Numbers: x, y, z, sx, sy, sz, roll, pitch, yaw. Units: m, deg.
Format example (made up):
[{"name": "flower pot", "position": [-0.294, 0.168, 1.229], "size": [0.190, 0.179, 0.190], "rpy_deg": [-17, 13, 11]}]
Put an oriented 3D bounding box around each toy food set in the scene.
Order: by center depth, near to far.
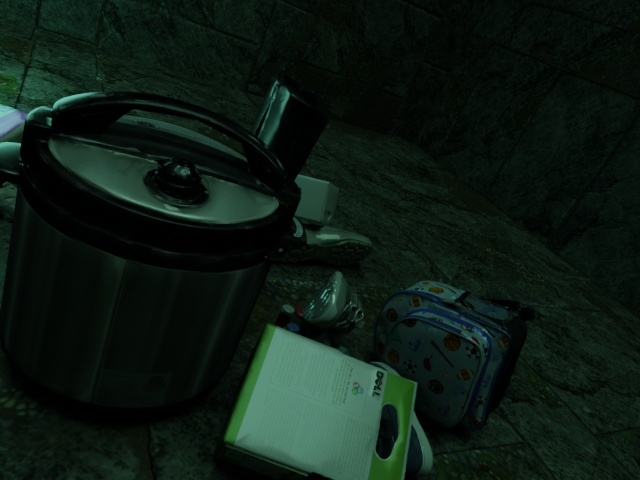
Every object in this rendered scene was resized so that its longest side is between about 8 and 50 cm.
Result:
[{"name": "toy food set", "position": [-0.034, 0.179, 0.940], "size": [0.111, 0.104, 0.232], "rpy_deg": [29, 25, 10]}]

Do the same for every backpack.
[{"name": "backpack", "position": [0.233, 0.213, 0.970], "size": [0.263, 0.276, 0.213], "rpy_deg": [27, 20, 38]}]

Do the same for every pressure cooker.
[{"name": "pressure cooker", "position": [-0.244, -0.002, 0.733], "size": [0.375, 0.420, 0.370], "rpy_deg": [34, 27, 20]}]

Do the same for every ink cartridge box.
[{"name": "ink cartridge box", "position": [-0.001, 0.264, 0.731], "size": [0.255, 0.097, 0.189], "rpy_deg": [23, 51, -5]}, {"name": "ink cartridge box", "position": [-0.099, -0.128, 1.350], "size": [0.273, 0.114, 0.197], "rpy_deg": [15, 3, 9]}]

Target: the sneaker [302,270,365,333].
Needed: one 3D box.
[{"name": "sneaker", "position": [0.046, 0.131, 0.968], "size": [0.115, 0.105, 0.281], "rpy_deg": [41, 6, 5]}]

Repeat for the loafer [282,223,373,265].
[{"name": "loafer", "position": [0.000, 0.000, 1.321], "size": [0.319, 0.112, 0.111], "rpy_deg": [6, 39, -34]}]

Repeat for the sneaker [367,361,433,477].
[{"name": "sneaker", "position": [0.079, 0.292, 0.842], "size": [0.163, 0.086, 0.226], "rpy_deg": [14, 28, -28]}]

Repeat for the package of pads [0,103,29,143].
[{"name": "package of pads", "position": [-0.795, -0.237, 1.077], "size": [0.229, 0.101, 0.296], "rpy_deg": [19, 25, -14]}]

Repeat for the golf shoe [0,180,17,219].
[{"name": "golf shoe", "position": [-0.596, -0.084, 0.975], "size": [0.176, 0.086, 0.069], "rpy_deg": [11, 26, -30]}]

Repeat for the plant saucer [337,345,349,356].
[{"name": "plant saucer", "position": [0.012, 0.257, 0.883], "size": [0.018, 0.067, 0.192], "rpy_deg": [-13, 6, 31]}]

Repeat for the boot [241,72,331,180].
[{"name": "boot", "position": [-0.162, -0.158, 1.083], "size": [0.146, 0.445, 0.367], "rpy_deg": [7, 30, -34]}]
